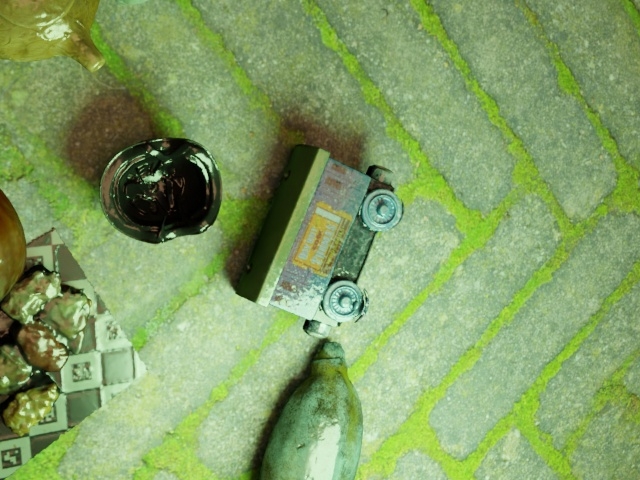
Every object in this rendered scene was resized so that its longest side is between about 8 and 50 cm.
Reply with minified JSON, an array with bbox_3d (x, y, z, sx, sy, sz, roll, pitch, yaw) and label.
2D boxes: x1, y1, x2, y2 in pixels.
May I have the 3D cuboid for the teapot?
[{"bbox_3d":[-0.398,-0.348,1.274,0.203,0.167,0.311,-45,114,-13],"label":"teapot"}]

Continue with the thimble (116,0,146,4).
[{"bbox_3d":[-0.208,-0.421,1.358,0.211,0.185,0.149,-39,121,-54],"label":"thimble"}]

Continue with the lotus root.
[{"bbox_3d":[-0.002,0.331,1.607,0.158,0.140,0.322,16,89,-28],"label":"lotus root"}]

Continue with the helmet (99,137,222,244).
[{"bbox_3d":[-0.236,-0.081,1.441,0.177,0.107,0.153,-7,105,-6],"label":"helmet"}]

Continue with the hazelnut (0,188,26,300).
[{"bbox_3d":[-0.495,0.012,1.281,0.212,0.181,0.181,-34,80,-29],"label":"hazelnut"}]

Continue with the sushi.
[{"bbox_3d":[-0.432,0.177,1.410,0.292,0.059,0.294,-35,113,-17],"label":"sushi"}]

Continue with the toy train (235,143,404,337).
[{"bbox_3d":[0.000,0.000,1.564,0.202,0.131,0.300,23,88,-21],"label":"toy train"}]
